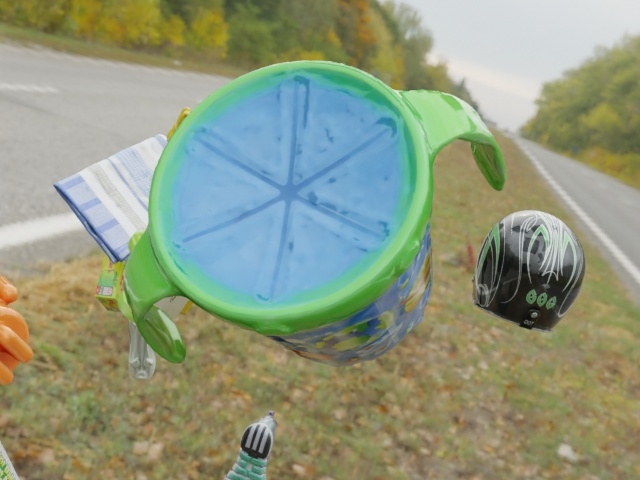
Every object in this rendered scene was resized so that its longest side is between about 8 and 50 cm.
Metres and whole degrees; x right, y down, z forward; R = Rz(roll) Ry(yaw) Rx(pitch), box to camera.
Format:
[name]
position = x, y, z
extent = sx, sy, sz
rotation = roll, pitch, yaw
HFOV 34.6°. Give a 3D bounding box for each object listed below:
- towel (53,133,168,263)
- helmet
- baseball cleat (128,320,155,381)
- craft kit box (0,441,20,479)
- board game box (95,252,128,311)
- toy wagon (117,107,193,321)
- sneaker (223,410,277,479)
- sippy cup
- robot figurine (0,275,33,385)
[towel]
position = -0.350, -0.088, 2.011
extent = 0.209, 0.034, 0.285
rotation = 50, 47, 8
[helmet]
position = 0.306, 0.038, 1.498
extent = 0.169, 0.161, 0.169
rotation = 18, 7, -2
[baseball cleat]
position = -0.359, 0.177, 2.079
extent = 0.072, 0.206, 0.109
rotation = 9, 13, -14
[craft kit box]
position = -0.531, 0.324, 1.375
extent = 0.250, 0.246, 0.061
rotation = -5, 31, 12
[board game box]
position = -0.402, 0.044, 2.068
extent = 0.043, 0.181, 0.092
rotation = 6, -21, 7
[toy wagon]
position = -0.177, -0.057, 1.384
extent = 0.068, 0.267, 0.344
rotation = 24, 35, -21
[sneaker]
position = -0.134, 0.454, 2.074
extent = 0.083, 0.223, 0.098
rotation = 25, 21, 8
[sippy cup]
position = 0.000, 0.000, 0.897
extent = 0.305, 0.240, 0.224
rotation = 3, -23, 19
[robot figurine]
position = -0.520, 0.132, 1.526
extent = 0.219, 0.158, 0.128
rotation = 24, 15, 35
